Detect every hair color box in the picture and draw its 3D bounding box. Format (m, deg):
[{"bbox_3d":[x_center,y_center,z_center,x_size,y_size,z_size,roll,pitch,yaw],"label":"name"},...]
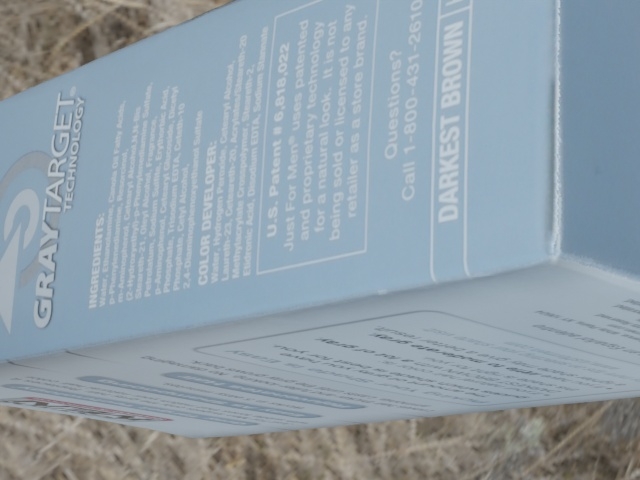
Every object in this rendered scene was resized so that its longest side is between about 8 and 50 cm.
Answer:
[{"bbox_3d":[0.000,0.000,0.558,0.374,0.185,0.114,-14,68,46],"label":"hair color box"}]
